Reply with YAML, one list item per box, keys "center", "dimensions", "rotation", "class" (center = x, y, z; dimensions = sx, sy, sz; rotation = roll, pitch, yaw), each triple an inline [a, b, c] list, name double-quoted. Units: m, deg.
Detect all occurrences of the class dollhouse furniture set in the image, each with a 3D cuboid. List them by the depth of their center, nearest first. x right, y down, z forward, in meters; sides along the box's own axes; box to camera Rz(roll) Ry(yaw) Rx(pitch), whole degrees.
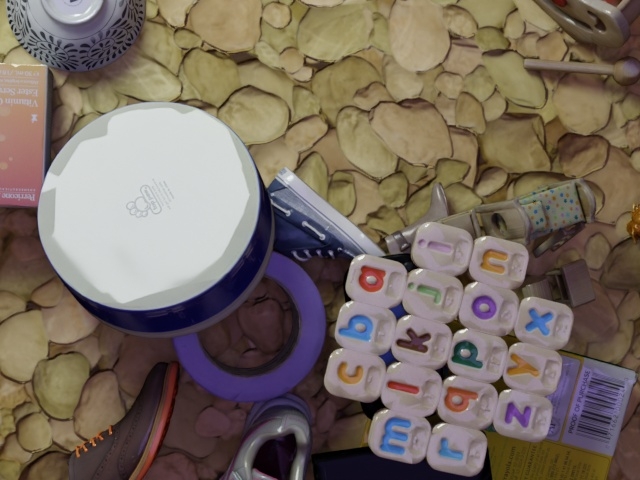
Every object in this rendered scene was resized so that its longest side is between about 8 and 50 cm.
- center: [0.254, 0.025, 1.575]
  dimensions: [0.182, 0.101, 0.161]
  rotation: [-19, 94, -25]
  class: "dollhouse furniture set"

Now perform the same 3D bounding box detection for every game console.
- center: [0.086, 0.199, 1.533]
  dimensions: [0.213, 0.044, 0.361]
  rotation: [-8, 90, -4]
  class: "game console"

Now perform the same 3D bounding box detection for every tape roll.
- center: [-0.091, 0.101, 1.567]
  dimensions: [0.189, 0.080, 0.189]
  rotation: [0, 90, -7]
  class: "tape roll"

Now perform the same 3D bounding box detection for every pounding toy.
- center: [0.310, -0.289, 1.574]
  dimensions: [0.269, 0.154, 0.155]
  rotation: [42, 86, -6]
  class: "pounding toy"

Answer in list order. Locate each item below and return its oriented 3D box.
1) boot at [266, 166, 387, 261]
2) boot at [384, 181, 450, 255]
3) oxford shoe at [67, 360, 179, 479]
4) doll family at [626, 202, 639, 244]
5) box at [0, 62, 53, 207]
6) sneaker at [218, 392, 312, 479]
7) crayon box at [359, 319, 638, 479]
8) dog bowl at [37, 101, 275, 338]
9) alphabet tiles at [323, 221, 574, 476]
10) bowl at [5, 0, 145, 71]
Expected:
- center: [0.000, 0.000, 1.590]
  dimensions: [0.190, 0.069, 0.086]
  rotation: [41, 93, 1]
  class: "boot"
- center: [0.125, -0.008, 1.615]
  dimensions: [0.087, 0.042, 0.118]
  rotation: [-12, 86, 1]
  class: "boot"
- center: [-0.252, 0.261, 1.544]
  dimensions: [0.098, 0.097, 0.271]
  rotation: [25, 88, -2]
  class: "oxford shoe"
- center: [0.488, -0.031, 1.640]
  dimensions: [0.163, 0.118, 0.263]
  rotation: [15, 107, -14]
  class: "doll family"
- center: [-0.388, -0.124, 1.516]
  dimensions: [0.130, 0.091, 0.170]
  rotation: [1, 91, -8]
  class: "box"
- center: [-0.082, 0.310, 1.557]
  dimensions: [0.103, 0.111, 0.252]
  rotation: [20, 89, -8]
  class: "sneaker"
- center: [0.217, 0.215, 1.609]
  dimensions: [0.319, 0.081, 0.202]
  rotation: [17, 89, -7]
  class: "crayon box"
- center: [-0.191, -0.025, 1.488]
  dimensions: [0.265, 0.104, 0.265]
  rotation: [-2, 69, 5]
  class: "dog bowl"
- center: [0.152, 0.129, 1.507]
  dimensions: [0.278, 0.021, 0.284]
  rotation: [13, 88, -7]
  class: "alphabet tiles"
- center: [-0.296, -0.291, 1.531]
  dimensions: [0.170, 0.080, 0.170]
  rotation: [0, 92, -9]
  class: "bowl"
